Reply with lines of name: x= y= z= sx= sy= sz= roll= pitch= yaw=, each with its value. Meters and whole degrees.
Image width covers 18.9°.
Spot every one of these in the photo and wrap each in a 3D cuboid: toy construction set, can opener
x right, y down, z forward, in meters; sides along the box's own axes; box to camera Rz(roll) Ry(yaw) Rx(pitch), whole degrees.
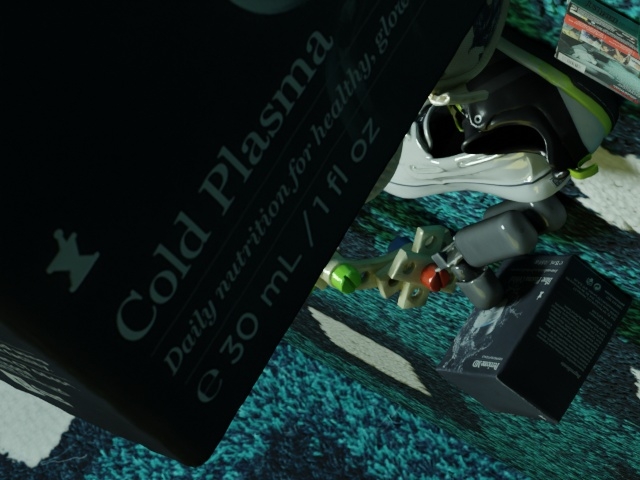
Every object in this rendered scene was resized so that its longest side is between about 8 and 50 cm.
toy construction set: x=0.000 y=0.000 z=2.230 sx=0.327 sy=0.151 sz=0.215 roll=21 pitch=168 yaw=43
can opener: x=0.189 y=0.013 z=1.961 sx=0.095 sy=0.076 sz=0.283 roll=53 pitch=167 yaw=-3

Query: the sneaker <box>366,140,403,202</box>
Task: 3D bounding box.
sneaker: x=0.002 y=-0.171 z=1.558 sx=0.161 sy=0.102 sz=0.282 roll=53 pitch=147 yaw=31

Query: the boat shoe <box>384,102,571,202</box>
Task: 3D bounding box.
boat shoe: x=0.118 y=-0.095 z=1.737 sx=0.258 sy=0.095 sz=0.084 roll=2 pitch=145 yaw=48

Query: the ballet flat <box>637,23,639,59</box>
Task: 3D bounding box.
ballet flat: x=0.288 y=-0.129 z=1.190 sx=0.077 sy=0.091 sz=0.241 roll=5 pitch=-175 yaw=-24

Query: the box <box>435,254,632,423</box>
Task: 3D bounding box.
box: x=0.226 y=0.102 z=2.054 sx=0.093 sy=0.158 sz=0.156 roll=36 pitch=167 yaw=-17

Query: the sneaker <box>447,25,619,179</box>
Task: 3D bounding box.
sneaker: x=0.127 y=-0.122 z=1.547 sx=0.234 sy=0.097 sz=0.084 roll=27 pitch=167 yaw=24

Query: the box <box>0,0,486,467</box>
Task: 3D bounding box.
box: x=-0.145 y=-0.237 z=0.848 sx=0.297 sy=0.480 sz=0.472 roll=19 pitch=163 yaw=43

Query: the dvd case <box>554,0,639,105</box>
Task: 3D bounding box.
dvd case: x=0.219 y=-0.140 z=1.438 sx=0.087 sy=0.013 sz=0.119 roll=31 pitch=167 yaw=10

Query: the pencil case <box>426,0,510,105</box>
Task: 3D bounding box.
pencil case: x=-0.064 y=-0.200 z=1.390 sx=0.410 sy=0.160 sz=0.184 roll=12 pitch=118 yaw=31
